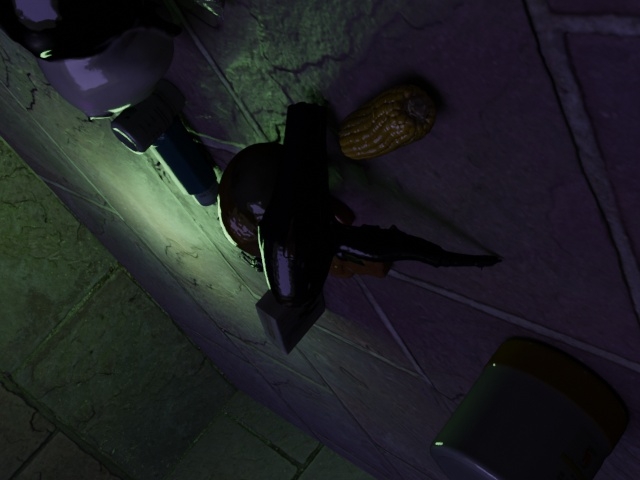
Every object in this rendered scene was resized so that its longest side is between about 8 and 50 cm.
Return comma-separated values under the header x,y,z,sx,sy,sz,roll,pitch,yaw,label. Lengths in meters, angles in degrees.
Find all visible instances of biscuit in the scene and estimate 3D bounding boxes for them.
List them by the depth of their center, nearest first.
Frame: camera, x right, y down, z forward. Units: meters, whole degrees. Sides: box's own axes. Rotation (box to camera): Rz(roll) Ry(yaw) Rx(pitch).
x,y,z,sx,sy,sz,roll,pitch,yaw,label
0.000,0.000,1.546,0.202,0.047,0.333,47,161,-18,biscuit

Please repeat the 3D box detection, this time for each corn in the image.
x,y,z,sx,sy,sz,roll,pitch,yaw,label
0.078,-0.144,1.029,0.072,0.072,0.203,44,162,-11,corn

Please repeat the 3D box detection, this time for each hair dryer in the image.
x,y,z,sx,sy,sz,roll,pitch,yaw,label
0.088,-0.032,1.187,0.359,0.304,0.120,10,-166,7,hair dryer

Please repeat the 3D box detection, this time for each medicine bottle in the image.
x,y,z,sx,sy,sz,roll,pitch,yaw,label
0.334,0.320,1.325,0.238,0.232,0.238,36,162,14,medicine bottle
-0.314,-0.229,1.505,0.080,0.130,0.080,35,161,14,medicine bottle
-0.291,-0.177,1.661,0.124,0.079,0.258,20,153,40,medicine bottle

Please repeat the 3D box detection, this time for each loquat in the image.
x,y,z,sx,sy,sz,roll,pitch,yaw,label
-0.086,-0.069,1.351,0.179,0.179,0.227,39,148,5,loquat

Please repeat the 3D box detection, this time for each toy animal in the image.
x,y,z,sx,sy,sz,roll,pitch,yaw,label
-0.328,-0.321,1.154,0.251,0.251,0.310,33,153,21,toy animal

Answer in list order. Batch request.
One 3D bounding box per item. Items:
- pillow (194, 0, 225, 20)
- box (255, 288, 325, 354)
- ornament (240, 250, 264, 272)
x,y,z,sx,sy,sz,roll,pitch,yaw,label
-0.158,-0.370,1.009,0.148,0.050,0.229,49,161,-2,pillow
-0.064,0.153,1.860,0.067,0.149,0.233,37,161,21,box
-0.142,0.064,2.001,0.125,0.028,0.073,35,160,21,ornament
